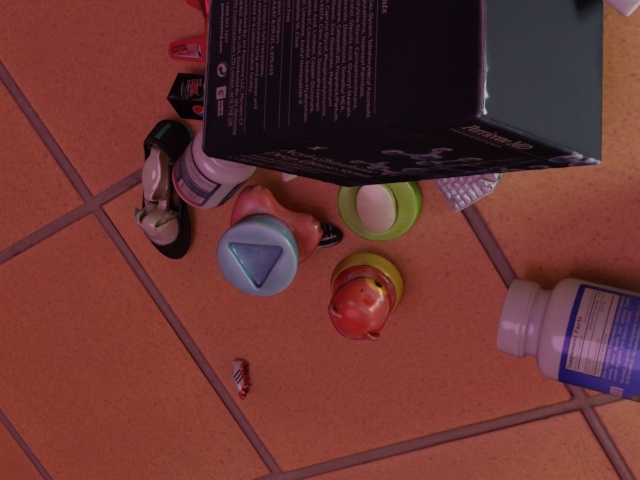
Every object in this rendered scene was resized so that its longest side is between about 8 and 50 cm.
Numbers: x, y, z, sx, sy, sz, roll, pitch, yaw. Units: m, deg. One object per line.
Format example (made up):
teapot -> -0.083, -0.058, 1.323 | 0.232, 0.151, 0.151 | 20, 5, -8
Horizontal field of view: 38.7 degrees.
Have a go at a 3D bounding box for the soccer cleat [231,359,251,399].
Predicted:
soccer cleat -> -0.154, 0.264, 1.737 | 0.035, 0.029, 0.083 | 15, 120, 30

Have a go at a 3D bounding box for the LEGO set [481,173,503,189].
LEGO set -> 0.224, -0.172, 1.247 | 0.087, 0.093, 0.227 | 20, 124, 17

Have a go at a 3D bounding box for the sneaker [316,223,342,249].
sneaker -> -0.014, -0.001, 1.511 | 0.109, 0.044, 0.040 | -6, 69, 19

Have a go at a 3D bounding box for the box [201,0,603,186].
box -> 0.099, -0.197, 1.101 | 0.395, 0.293, 0.212 | -3, 83, 40

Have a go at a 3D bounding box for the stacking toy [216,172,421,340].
stacking toy -> 0.000, 0.000, 1.402 | 0.308, 0.130, 0.280 | 22, 119, 3

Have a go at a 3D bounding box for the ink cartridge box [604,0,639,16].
ink cartridge box -> 0.359, -0.488, 0.950 | 0.285, 0.166, 0.395 | 40, 127, 2

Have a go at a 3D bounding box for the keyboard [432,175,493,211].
keyboard -> 0.156, -0.160, 1.341 | 0.072, 0.014, 0.256 | -30, 100, 37

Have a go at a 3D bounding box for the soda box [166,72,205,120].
soda box -> -0.152, -0.221, 1.429 | 0.168, 0.053, 0.060 | 9, 154, 23

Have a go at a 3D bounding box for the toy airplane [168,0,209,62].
toy airplane -> -0.175, -0.322, 1.413 | 0.151, 0.028, 0.151 | 12, 121, 20

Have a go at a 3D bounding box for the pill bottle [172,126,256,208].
pill bottle -> -0.158, -0.127, 1.432 | 0.108, 0.108, 0.180 | 48, 148, -4

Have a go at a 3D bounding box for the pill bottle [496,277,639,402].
pill bottle -> 0.398, 0.138, 1.296 | 0.271, 0.152, 0.152 | 12, 122, 22

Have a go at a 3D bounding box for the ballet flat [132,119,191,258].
ballet flat -> -0.278, -0.073, 1.565 | 0.095, 0.096, 0.281 | 17, 124, 18
